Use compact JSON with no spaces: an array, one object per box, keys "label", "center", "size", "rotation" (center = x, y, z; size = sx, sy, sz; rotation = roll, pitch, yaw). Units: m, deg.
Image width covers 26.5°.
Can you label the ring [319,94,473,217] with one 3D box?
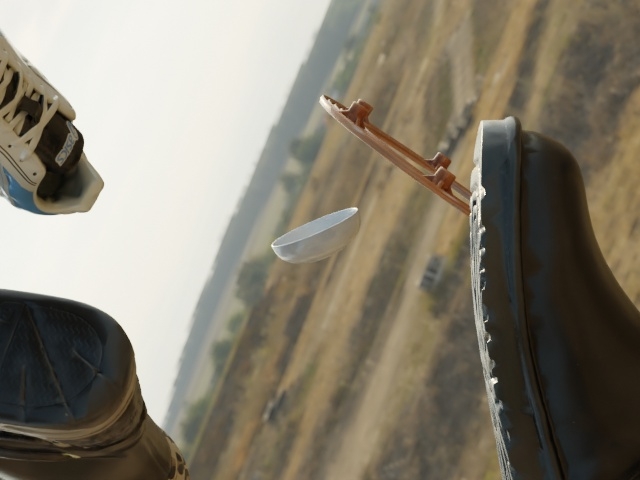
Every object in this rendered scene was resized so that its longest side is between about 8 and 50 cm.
[{"label":"ring","center":[0.142,-0.080,1.605],"size":[0.032,0.336,0.336],"rotation":[-55,3,8]}]

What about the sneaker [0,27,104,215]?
[{"label":"sneaker","center":[-0.206,-0.089,0.900],"size":[0.237,0.086,0.085],"rotation":[68,-140,-64]}]

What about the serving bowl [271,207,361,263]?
[{"label":"serving bowl","center":[0.000,0.000,1.192],"size":[0.083,0.083,0.027],"rotation":[-90,-23,-82]}]

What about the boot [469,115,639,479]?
[{"label":"boot","center":[0.238,0.073,0.892],"size":[0.131,0.260,0.348],"rotation":[-86,-15,-80]}]

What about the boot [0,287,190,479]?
[{"label":"boot","center":[-0.293,0.129,1.129],"size":[0.284,0.377,0.138],"rotation":[70,-148,-58]}]
